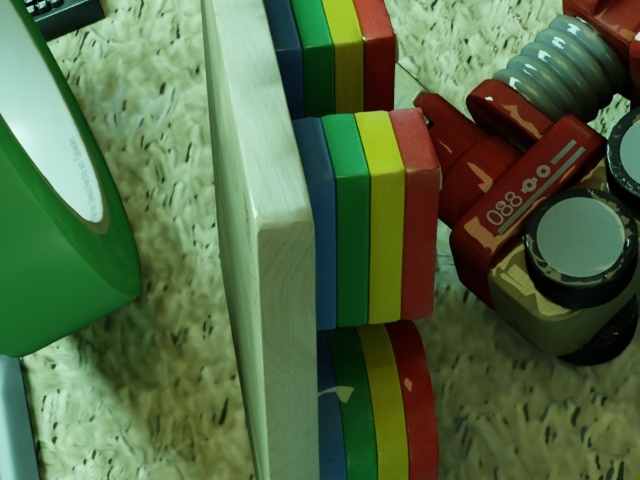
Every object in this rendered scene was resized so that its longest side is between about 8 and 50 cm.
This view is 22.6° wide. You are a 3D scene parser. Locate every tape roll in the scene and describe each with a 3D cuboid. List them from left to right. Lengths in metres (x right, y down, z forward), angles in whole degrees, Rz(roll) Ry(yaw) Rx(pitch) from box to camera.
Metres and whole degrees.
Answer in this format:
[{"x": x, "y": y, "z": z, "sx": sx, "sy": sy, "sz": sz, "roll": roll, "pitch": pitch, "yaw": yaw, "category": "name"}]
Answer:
[{"x": -0.210, "y": -0.092, "z": 0.903, "sx": 0.077, "sy": 0.321, "sz": 0.321, "roll": -29, "pitch": 55, "yaw": 3, "category": "tape roll"}]

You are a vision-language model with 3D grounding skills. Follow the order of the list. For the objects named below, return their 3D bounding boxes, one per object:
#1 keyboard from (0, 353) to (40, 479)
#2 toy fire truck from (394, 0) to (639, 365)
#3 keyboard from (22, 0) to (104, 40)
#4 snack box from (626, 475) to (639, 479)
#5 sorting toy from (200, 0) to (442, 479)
[{"x": -0.246, "y": 0.215, "z": 0.912, "sx": 0.201, "sy": 0.033, "sz": 0.317, "roll": -21, "pitch": 55, "yaw": 7, "category": "keyboard"}, {"x": 0.124, "y": -0.078, "z": 0.897, "sx": 0.217, "sy": 0.158, "sz": 0.246, "roll": -45, "pitch": 67, "yaw": -9, "category": "toy fire truck"}, {"x": -0.241, "y": -0.149, "z": 1.129, "sx": 0.180, "sy": 0.023, "sz": 0.108, "roll": -21, "pitch": 56, "yaw": 8, "category": "keyboard"}, {"x": 0.131, "y": 0.214, "z": 0.749, "sx": 0.207, "sy": 0.070, "sz": 0.175, "roll": -20, "pitch": 55, "yaw": 7, "category": "snack box"}, {"x": 0.000, "y": 0.000, "z": 0.799, "sx": 0.089, "sy": 0.255, "sz": 0.257, "roll": -7, "pitch": 42, "yaw": -6, "category": "sorting toy"}]
